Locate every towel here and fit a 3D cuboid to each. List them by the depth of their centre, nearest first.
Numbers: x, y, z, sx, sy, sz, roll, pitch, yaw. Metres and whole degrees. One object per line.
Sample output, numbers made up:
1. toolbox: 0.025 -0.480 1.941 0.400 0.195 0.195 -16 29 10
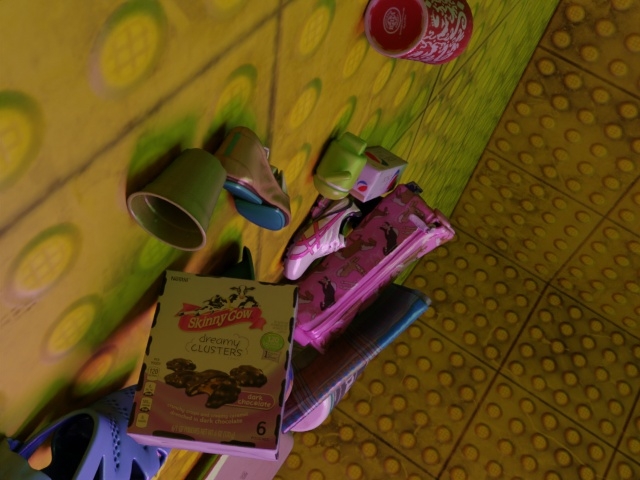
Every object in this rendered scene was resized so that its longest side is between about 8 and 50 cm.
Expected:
1. towel: 0.041 0.215 1.335 0.370 0.040 0.271 -40 -170 -7

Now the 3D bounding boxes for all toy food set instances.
1. toy food set: -0.218 0.560 1.644 0.306 0.092 0.220 -55 136 -14

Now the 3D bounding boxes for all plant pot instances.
1. plant pot: -0.130 -0.046 0.644 0.083 0.083 0.079 103 12 -57

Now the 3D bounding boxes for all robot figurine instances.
1. robot figurine: 0.031 -0.117 1.071 0.115 0.067 0.101 -61 179 18

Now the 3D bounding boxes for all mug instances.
1. mug: 0.128 -0.320 0.928 0.113 0.150 0.169 -22 -177 32

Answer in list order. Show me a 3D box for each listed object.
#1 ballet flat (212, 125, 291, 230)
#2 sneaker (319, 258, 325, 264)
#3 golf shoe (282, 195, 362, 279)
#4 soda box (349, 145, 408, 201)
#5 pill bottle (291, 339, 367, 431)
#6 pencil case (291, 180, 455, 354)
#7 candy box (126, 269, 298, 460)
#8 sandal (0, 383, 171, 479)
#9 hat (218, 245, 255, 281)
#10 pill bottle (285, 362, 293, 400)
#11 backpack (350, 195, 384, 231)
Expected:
1. ballet flat: -0.071 -0.070 0.798 0.232 0.080 0.073 64 45 -77
2. sneaker: 0.000 0.100 1.534 0.188 0.066 0.071 -50 -177 -6
3. golf shoe: 0.000 0.000 1.202 0.186 0.086 0.067 -57 169 7
4. soda box: 0.101 -0.132 1.280 0.069 0.074 0.216 -61 167 19
5. pill bottle: 0.001 0.295 1.650 0.361 0.204 0.204 -37 157 -57
6. pencil case: 0.082 0.058 1.322 0.386 0.160 0.167 -42 155 -5
7. candy box: -0.118 0.143 0.771 0.070 0.165 0.196 95 1 -62
8. sandal: -0.263 0.241 0.739 0.317 0.126 0.138 -36 151 -62
9. hat: -0.187 0.112 0.921 0.173 0.184 0.208 112 -26 -63
10. pill bottle: -0.126 0.229 1.134 0.152 0.152 0.272 -54 166 -14
11. backpack: 0.142 -0.033 1.530 0.115 0.152 0.182 -46 178 -9
